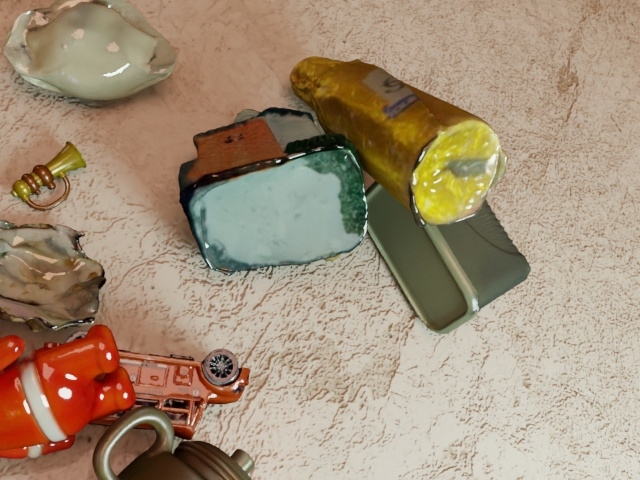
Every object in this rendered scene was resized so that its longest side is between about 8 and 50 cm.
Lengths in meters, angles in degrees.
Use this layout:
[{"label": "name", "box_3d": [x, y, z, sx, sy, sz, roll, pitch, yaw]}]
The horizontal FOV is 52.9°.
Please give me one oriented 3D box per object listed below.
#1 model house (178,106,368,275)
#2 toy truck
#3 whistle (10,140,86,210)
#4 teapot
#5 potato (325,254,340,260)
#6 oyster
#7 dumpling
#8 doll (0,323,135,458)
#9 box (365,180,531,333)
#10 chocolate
[{"label": "model house", "box_3d": [-0.082, -0.110, 0.999, 0.253, 0.184, 0.291, -15, 38, -4]}, {"label": "toy truck", "box_3d": [-0.221, 0.187, 0.818, 0.253, 0.107, 0.114, 11, 71, -13]}, {"label": "whistle", "box_3d": [-0.390, -0.088, 0.932, 0.046, 0.057, 0.109, 21, 58, 42]}, {"label": "teapot", "box_3d": [-0.151, 0.303, 0.739, 0.175, 0.186, 0.267, -42, 110, -37]}, {"label": "potato", "box_3d": [0.000, 0.000, 1.031, 0.083, 0.040, 0.051, 30, 64, -4]}, {"label": "oyster", "box_3d": [-0.381, 0.047, 0.811, 0.214, 0.083, 0.223, 9, 26, -25]}, {"label": "dumpling", "box_3d": [-0.349, -0.297, 0.984, 0.250, 0.132, 0.162, -6, 72, -24]}, {"label": "doll", "box_3d": [-0.370, 0.183, 0.661, 0.337, 0.199, 0.105, -18, 46, -15]}, {"label": "box", "box_3d": [0.206, 0.000, 1.069, 0.178, 0.138, 0.274, -18, 73, -37]}, {"label": "chocolate", "box_3d": [0.073, -0.185, 0.988, 0.162, 0.162, 0.445, -14, 36, -26]}]
